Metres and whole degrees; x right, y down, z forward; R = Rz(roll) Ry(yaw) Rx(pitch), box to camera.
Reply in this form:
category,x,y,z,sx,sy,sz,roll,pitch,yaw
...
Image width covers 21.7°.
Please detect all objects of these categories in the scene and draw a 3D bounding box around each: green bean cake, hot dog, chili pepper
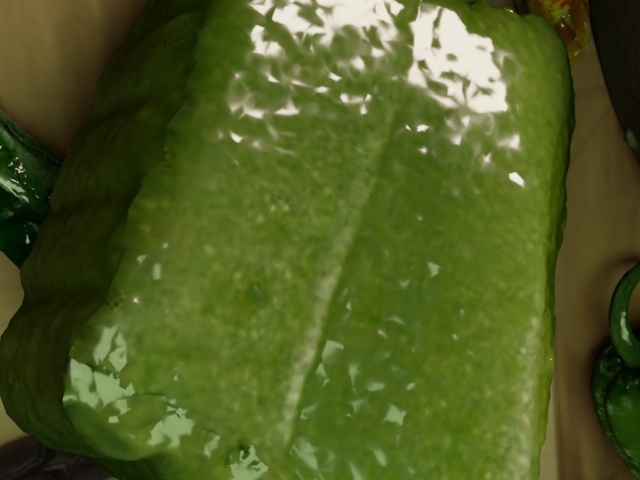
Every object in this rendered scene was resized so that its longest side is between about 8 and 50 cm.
category,x,y,z,sx,sy,sz,roll,pitch,yaw
green bean cake,0.000,0.000,0.711,0.222,0.125,0.248,22,78,-22
hot dog,0.107,-0.119,0.778,0.030,0.034,0.090,-22,113,-8
chili pepper,0.229,0.117,0.882,0.257,0.074,0.100,37,94,-28
chili pepper,-0.095,0.001,0.760,0.227,0.059,0.088,43,72,-18

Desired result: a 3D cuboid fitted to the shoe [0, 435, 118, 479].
category,x,y,z,sx,sy,sz,roll,pitch,yaw
shoe,-0.174,0.189,0.781,0.245,0.095,0.137,-23,111,-13

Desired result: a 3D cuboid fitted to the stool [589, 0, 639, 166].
category,x,y,z,sx,sy,sz,roll,pitch,yaw
stool,0.277,-0.105,0.752,0.264,0.179,0.179,-23,114,-6
